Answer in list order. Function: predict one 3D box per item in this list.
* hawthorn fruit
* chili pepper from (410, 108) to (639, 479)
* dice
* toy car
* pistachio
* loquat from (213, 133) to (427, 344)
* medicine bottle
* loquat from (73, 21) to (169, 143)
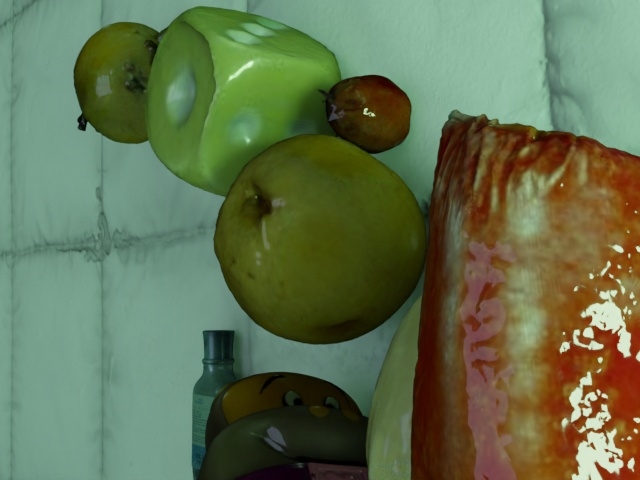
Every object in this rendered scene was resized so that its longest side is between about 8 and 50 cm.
[{"bbox_3d":[0.040,-0.128,0.925,0.081,0.093,0.081,-3,86,56],"label":"hawthorn fruit"},{"bbox_3d":[0.183,0.074,0.587,0.229,0.251,0.305,178,97,-75],"label":"chili pepper"},{"bbox_3d":[-0.087,-0.155,1.040,0.166,0.169,0.169,47,125,44],"label":"dice"},{"bbox_3d":[-0.043,0.300,0.921,0.240,0.271,0.341,-112,37,-57],"label":"toy car"},{"bbox_3d":[0.116,0.144,0.760,0.157,0.157,0.230,10,91,54],"label":"pistachio"},{"bbox_3d":[0.000,0.000,0.901,0.208,0.208,0.208,-2,88,55],"label":"loquat"},{"bbox_3d":[-0.131,0.220,1.194,0.090,0.053,0.209,-5,83,56],"label":"medicine bottle"},{"bbox_3d":[-0.266,-0.230,1.318,0.204,0.149,0.172,-40,55,30],"label":"loquat"}]
